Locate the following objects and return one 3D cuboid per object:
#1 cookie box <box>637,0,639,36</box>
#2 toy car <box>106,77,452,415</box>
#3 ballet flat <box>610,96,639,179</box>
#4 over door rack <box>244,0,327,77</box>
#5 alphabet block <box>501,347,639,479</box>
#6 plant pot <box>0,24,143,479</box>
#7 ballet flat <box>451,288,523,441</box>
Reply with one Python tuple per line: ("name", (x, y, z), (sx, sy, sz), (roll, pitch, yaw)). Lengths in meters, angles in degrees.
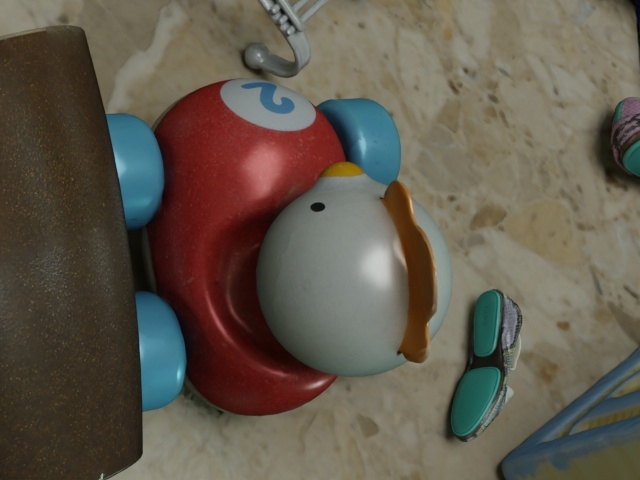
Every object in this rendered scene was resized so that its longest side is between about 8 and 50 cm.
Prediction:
("cookie box", (0.305, -0.154, 1.336), (0.092, 0.040, 0.107), (8, 70, -27))
("toy car", (0.000, 0.000, 0.973), (0.219, 0.238, 0.210), (-7, 91, -35))
("ballet flat", (0.319, -0.053, 1.300), (0.221, 0.077, 0.079), (27, 43, -20))
("over door rack", (-0.043, -0.308, 1.129), (0.239, 0.108, 0.324), (-48, 121, -32))
("alphabet block", (0.279, 0.173, 1.126), (0.193, 0.192, 0.197), (-33, 92, -32))
("plant pot", (-0.186, 0.030, 0.898), (0.215, 0.215, 0.230), (-22, 91, -34))
("ballet flat", (0.121, 0.091, 1.152), (0.041, 0.041, 0.114), (24, 64, -22))
